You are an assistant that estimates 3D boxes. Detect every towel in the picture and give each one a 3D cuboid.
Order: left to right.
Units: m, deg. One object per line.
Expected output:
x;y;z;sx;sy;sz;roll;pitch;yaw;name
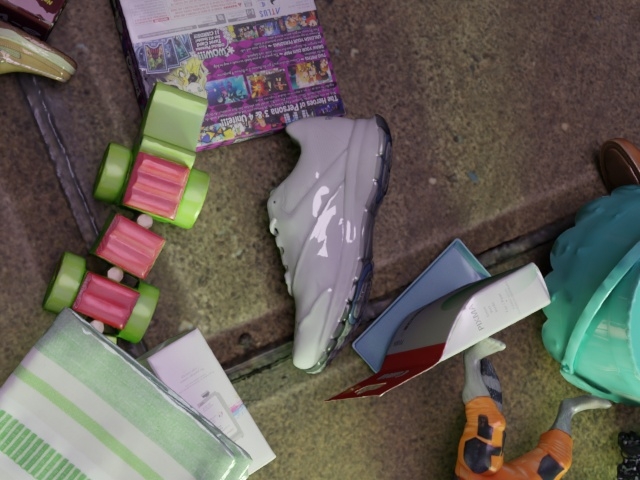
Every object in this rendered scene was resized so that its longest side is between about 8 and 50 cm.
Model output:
-0.257;0.268;1.326;0.248;0.038;0.325;39;90;-2;towel

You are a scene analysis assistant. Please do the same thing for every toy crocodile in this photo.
-0.199;-0.002;1.410;0.115;0.105;0.341;23;82;-15;toy crocodile

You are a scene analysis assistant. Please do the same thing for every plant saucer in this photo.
0.118;0.083;1.571;0.192;0.018;0.067;-44;96;-22;plant saucer

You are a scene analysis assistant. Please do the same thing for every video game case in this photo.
-0.106;-0.216;1.529;0.232;0.042;0.210;-15;86;-22;video game case

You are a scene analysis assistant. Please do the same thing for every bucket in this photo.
0.411;0.073;1.555;0.281;0.183;0.281;-2;97;-20;bucket

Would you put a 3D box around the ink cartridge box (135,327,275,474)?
-0.119;0.196;1.411;0.067;0.115;0.198;-31;93;-23;ink cartridge box

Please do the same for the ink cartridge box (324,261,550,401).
0.116;0.102;1.460;0.224;0.181;0.056;-24;89;-20;ink cartridge box

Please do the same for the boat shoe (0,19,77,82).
-0.357;-0.200;1.430;0.190;0.068;0.072;23;85;-5;boat shoe

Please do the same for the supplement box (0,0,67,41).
-0.303;-0.352;1.465;0.130;0.073;0.239;27;72;-11;supplement box

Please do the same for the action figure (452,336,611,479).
0.214;0.313;1.523;0.341;0.178;0.330;33;75;-43;action figure

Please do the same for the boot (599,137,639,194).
0.450;-0.084;1.697;0.152;0.073;0.197;-44;105;-22;boot

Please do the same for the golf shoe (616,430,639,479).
0.381;0.287;1.546;0.077;0.198;0.094;-3;100;15;golf shoe

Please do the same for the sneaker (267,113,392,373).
0.000;0.000;1.509;0.129;0.111;0.297;9;84;10;sneaker
